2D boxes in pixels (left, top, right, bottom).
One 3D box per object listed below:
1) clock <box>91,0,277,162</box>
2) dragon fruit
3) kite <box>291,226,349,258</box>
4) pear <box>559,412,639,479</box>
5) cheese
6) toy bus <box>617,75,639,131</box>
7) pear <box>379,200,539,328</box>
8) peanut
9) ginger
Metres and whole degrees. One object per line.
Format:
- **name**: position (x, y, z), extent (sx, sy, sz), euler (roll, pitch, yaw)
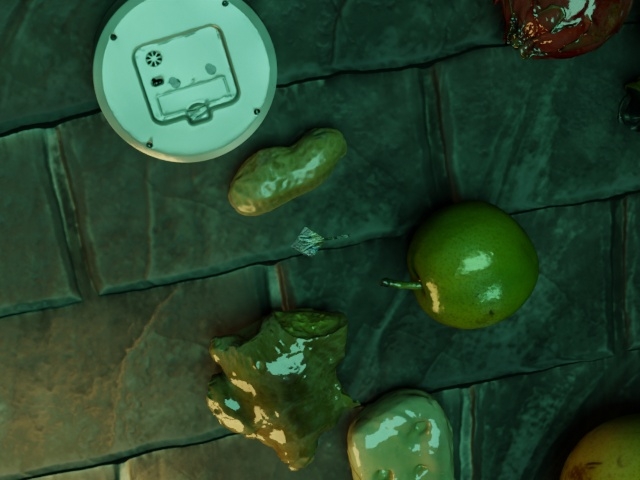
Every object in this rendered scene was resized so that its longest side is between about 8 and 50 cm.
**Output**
- **clock**: position (-0.171, -0.214, 1.481), extent (0.230, 0.083, 0.230), euler (-4, 113, -9)
- **dragon fruit**: position (0.311, -0.319, 1.489), extent (0.172, 0.172, 0.209), euler (33, 100, -20)
- **kite**: position (-0.001, 0.006, 1.635), extent (0.078, 0.002, 0.044), euler (10, 108, -14)
- **pear**: position (0.486, 0.386, 1.726), extent (0.281, 0.281, 0.280), euler (-4, 110, -10)
- **cheese**: position (0.127, 0.345, 1.737), extent (0.159, 0.093, 0.263), euler (-15, 111, -6)
- **toy bus**: position (0.550, -0.099, 1.628), extent (0.152, 0.144, 0.330), euler (-33, 114, 3)
- **pear**: position (0.184, 0.043, 1.592), extent (0.216, 0.166, 0.180), euler (-22, 128, -17)
- **peanut**: position (-0.044, -0.094, 1.553), extent (0.174, 0.080, 0.080), euler (-29, 113, -3)
- **ginger**: position (-0.051, 0.222, 1.640), extent (0.219, 0.123, 0.270), euler (-6, 111, -12)
